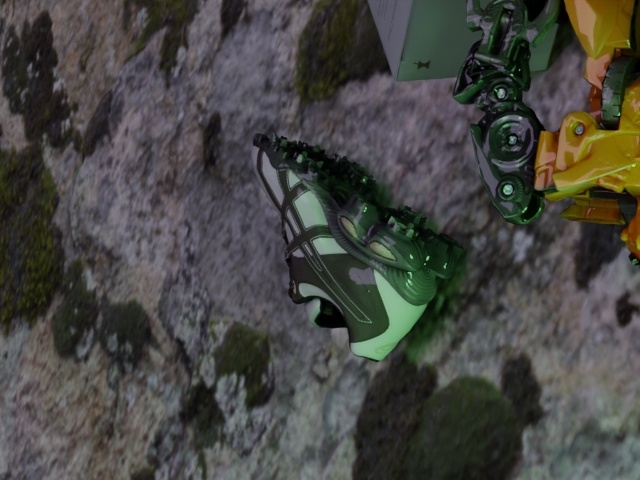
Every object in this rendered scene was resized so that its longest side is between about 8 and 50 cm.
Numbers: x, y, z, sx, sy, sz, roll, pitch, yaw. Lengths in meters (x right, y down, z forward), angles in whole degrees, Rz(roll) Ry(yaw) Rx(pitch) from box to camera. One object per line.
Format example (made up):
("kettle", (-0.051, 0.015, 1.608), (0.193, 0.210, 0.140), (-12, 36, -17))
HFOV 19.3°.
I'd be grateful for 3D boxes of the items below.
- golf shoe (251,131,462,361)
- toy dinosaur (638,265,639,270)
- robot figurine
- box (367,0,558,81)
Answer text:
("golf shoe", (0.000, 0.000, 1.125), (0.198, 0.077, 0.094), (44, 114, 54))
("toy dinosaur", (0.191, 0.052, 0.856), (0.112, 0.064, 0.211), (-49, 34, -15))
("robot figurine", (0.177, -0.126, 0.872), (0.211, 0.085, 0.291), (5, 80, 26))
("box", (0.072, -0.193, 1.039), (0.130, 0.091, 0.170), (100, 159, -50))
